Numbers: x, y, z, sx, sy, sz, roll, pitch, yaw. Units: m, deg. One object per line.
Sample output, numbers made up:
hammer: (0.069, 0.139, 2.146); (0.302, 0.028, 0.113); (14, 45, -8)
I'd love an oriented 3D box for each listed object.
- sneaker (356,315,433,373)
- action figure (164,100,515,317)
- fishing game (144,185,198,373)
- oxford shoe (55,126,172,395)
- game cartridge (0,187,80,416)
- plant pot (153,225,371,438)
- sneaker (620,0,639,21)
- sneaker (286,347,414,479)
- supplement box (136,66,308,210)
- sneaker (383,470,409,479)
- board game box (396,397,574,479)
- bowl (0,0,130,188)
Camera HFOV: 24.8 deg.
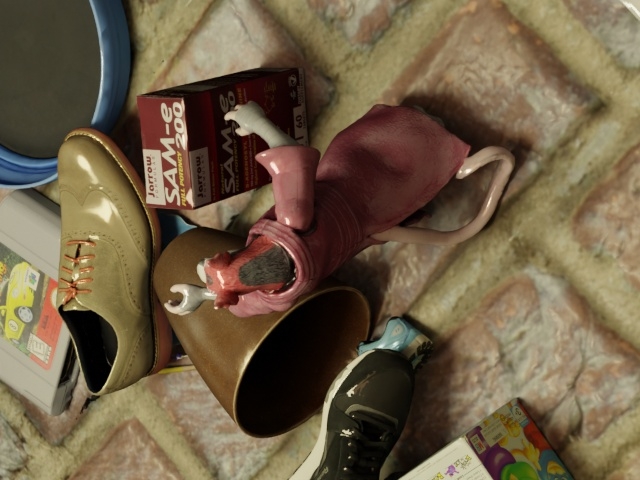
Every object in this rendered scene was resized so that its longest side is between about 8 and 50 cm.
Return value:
sneaker: (0.069, 0.156, 1.774); (0.073, 0.063, 0.162); (51, 117, 26)
action figure: (0.000, 0.000, 1.576); (0.275, 0.370, 0.248); (26, 126, 18)
fishing game: (-0.207, 0.053, 1.933); (0.189, 0.041, 0.264); (-5, 101, 32)
oxford shoe: (-0.280, 0.032, 1.865); (0.123, 0.130, 0.348); (-4, 107, 33)
game cartridge: (-0.410, 0.084, 2.072); (0.196, 0.060, 0.294); (33, 119, 27)
plant pot: (-0.095, 0.088, 1.782); (0.230, 0.215, 0.215); (37, 122, 32)
sneaker: (0.293, -0.317, 1.471); (0.091, 0.094, 0.258); (-45, 81, 16)
sneaker: (0.043, 0.266, 1.686); (0.283, 0.107, 0.124); (-64, 23, 13)
supplement box: (-0.107, -0.123, 1.689); (0.073, 0.239, 0.130); (5, 107, 33)
sneaker: (0.094, 0.445, 1.787); (0.146, 0.134, 0.344); (7, 108, 33)
board game box: (0.226, 0.346, 1.663); (0.144, 0.142, 0.275); (-40, 80, 35)
bowl: (-0.415, -0.265, 1.956); (0.391, 0.077, 0.391); (10, 109, 32)
